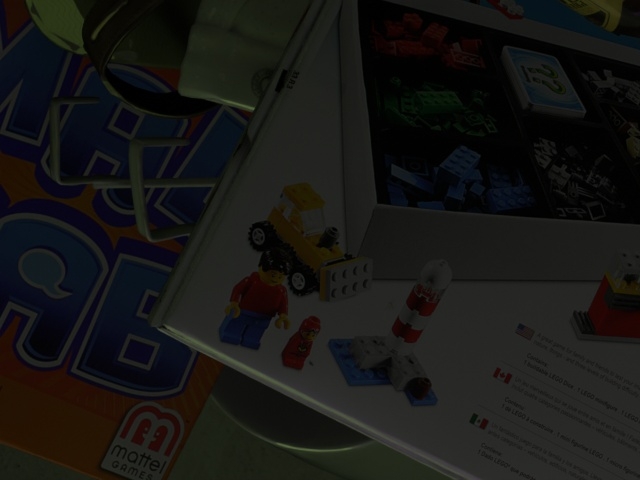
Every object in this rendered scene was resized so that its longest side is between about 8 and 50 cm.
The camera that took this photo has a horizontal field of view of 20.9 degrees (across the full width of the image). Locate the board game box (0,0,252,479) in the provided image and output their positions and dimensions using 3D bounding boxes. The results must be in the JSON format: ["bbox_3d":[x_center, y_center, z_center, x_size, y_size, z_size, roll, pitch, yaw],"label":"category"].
[{"bbox_3d":[-0.260,-0.070,1.336,0.356,0.356,0.356,28,179,-34],"label":"board game box"}]

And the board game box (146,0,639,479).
[{"bbox_3d":[0.114,0.014,0.653,0.305,0.193,0.053,28,178,-8],"label":"board game box"}]

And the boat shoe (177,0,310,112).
[{"bbox_3d":[0.102,-0.009,0.768,0.367,0.156,0.136,27,179,-11],"label":"boat shoe"}]

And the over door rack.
[{"bbox_3d":[0.000,0.000,1.075,0.324,0.108,0.239,11,-175,-23],"label":"over door rack"}]

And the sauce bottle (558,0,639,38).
[{"bbox_3d":[0.089,-0.086,0.530,0.128,0.042,0.042,29,178,-20],"label":"sauce bottle"}]

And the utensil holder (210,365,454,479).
[{"bbox_3d":[0.080,0.091,1.717,0.327,0.327,0.385,27,177,29],"label":"utensil holder"}]

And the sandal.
[{"bbox_3d":[-0.081,-0.118,0.993,0.303,0.086,0.120,20,146,42],"label":"sandal"}]
